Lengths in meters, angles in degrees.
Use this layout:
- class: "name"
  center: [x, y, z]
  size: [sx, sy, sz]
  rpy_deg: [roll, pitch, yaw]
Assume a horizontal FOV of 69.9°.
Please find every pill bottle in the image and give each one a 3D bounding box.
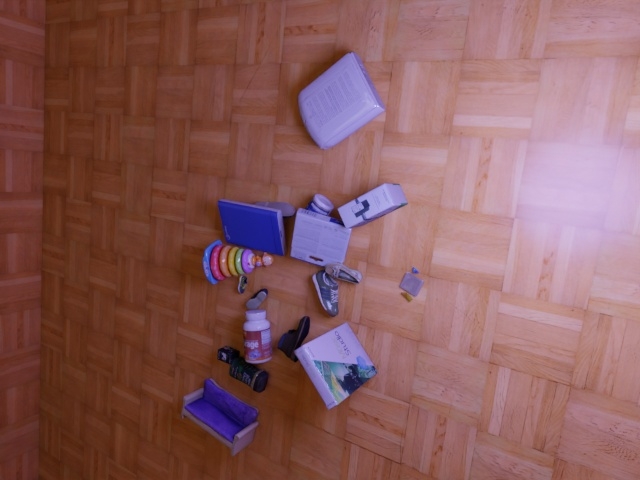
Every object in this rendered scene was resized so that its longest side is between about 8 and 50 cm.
- class: "pill bottle"
  center: [-0.279, 0.418, 2.010]
  size: [0.121, 0.121, 0.216]
  rpy_deg: [-2, 94, 31]
- class: "pill bottle"
  center: [-0.029, -0.094, 1.831]
  size: [0.094, 0.094, 0.169]
  rpy_deg: [45, 114, 19]

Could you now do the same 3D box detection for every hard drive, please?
- class: "hard drive"
  center: [-0.296, -0.058, 1.981]
  size: [0.318, 0.040, 0.210]
  rpy_deg: [12, 125, 29]

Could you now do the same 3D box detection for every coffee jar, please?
- class: "coffee jar"
  center: [-0.322, 0.610, 2.078]
  size: [0.184, 0.079, 0.096]
  rpy_deg: [21, 105, 27]

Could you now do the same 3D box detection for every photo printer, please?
- class: "photo printer"
  center: [0.062, -0.513, 1.732]
  size: [0.307, 0.107, 0.256]
  rpy_deg: [-31, 79, 30]

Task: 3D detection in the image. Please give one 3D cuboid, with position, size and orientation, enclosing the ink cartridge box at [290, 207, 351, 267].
- class: "ink cartridge box"
  center: [0.000, 0.000, 1.792]
  size: [0.223, 0.045, 0.224]
  rpy_deg: [17, 128, 6]

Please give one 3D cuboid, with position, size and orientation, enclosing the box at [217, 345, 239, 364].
- class: "box"
  center: [-0.432, 0.537, 2.145]
  size: [0.083, 0.062, 0.052]
  rpy_deg: [13, 103, 28]

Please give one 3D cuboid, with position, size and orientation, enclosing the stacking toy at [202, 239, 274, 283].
- class: "stacking toy"
  center: [-0.349, 0.093, 2.023]
  size: [0.301, 0.166, 0.175]
  rpy_deg: [-2, 110, 15]

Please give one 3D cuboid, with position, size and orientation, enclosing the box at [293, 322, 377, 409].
- class: "box"
  center: [0.065, 0.451, 1.695]
  size: [0.058, 0.322, 0.232]
  rpy_deg: [-41, 75, 30]

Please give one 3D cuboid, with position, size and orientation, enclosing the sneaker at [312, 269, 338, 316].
- class: "sneaker"
  center: [0.039, 0.204, 1.835]
  size: [0.086, 0.064, 0.192]
  rpy_deg: [-33, 75, 33]

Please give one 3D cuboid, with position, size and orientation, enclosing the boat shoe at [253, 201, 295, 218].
- class: "boat shoe"
  center: [-0.193, -0.120, 1.958]
  size: [0.206, 0.075, 0.065]
  rpy_deg: [8, 141, 25]

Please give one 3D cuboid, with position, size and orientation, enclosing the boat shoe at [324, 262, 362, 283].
- class: "boat shoe"
  center: [0.086, 0.131, 1.788]
  size: [0.153, 0.048, 0.056]
  rpy_deg: [20, 117, 9]

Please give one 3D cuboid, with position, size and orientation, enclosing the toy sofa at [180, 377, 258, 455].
- class: "toy sofa"
  center: [-0.473, 0.815, 2.145]
  size: [0.362, 0.150, 0.177]
  rpy_deg: [22, 107, 27]

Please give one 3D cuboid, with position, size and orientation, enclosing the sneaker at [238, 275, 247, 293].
- class: "sneaker"
  center: [-0.352, 0.202, 2.085]
  size: [0.035, 0.031, 0.083]
  rpy_deg: [6, 98, 29]

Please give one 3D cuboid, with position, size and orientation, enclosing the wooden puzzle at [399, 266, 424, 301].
- class: "wooden puzzle"
  center: [0.337, 0.161, 1.688]
  size: [0.078, 0.014, 0.116]
  rpy_deg: [37, 112, 18]

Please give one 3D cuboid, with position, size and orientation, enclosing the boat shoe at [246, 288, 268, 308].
- class: "boat shoe"
  center: [-0.282, 0.262, 2.046]
  size: [0.049, 0.042, 0.133]
  rpy_deg: [44, 118, -8]

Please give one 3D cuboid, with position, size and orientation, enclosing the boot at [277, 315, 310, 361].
- class: "boot"
  center: [-0.118, 0.400, 1.937]
  size: [0.106, 0.082, 0.219]
  rpy_deg: [25, 108, 24]

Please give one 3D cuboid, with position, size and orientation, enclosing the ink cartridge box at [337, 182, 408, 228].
- class: "ink cartridge box"
  center: [0.190, -0.125, 1.667]
  size: [0.208, 0.153, 0.087]
  rpy_deg: [-26, 83, 31]
